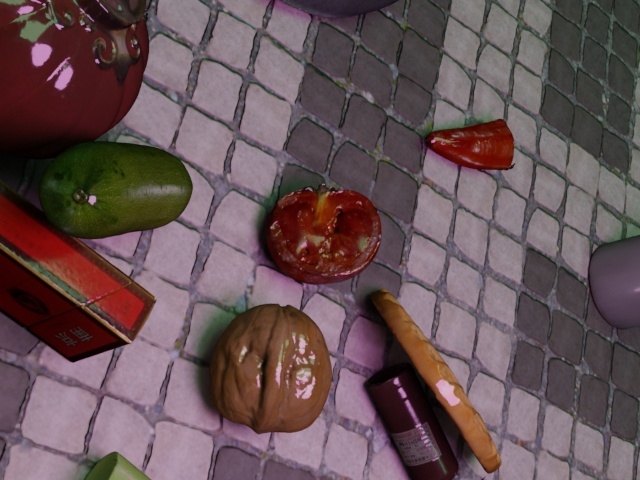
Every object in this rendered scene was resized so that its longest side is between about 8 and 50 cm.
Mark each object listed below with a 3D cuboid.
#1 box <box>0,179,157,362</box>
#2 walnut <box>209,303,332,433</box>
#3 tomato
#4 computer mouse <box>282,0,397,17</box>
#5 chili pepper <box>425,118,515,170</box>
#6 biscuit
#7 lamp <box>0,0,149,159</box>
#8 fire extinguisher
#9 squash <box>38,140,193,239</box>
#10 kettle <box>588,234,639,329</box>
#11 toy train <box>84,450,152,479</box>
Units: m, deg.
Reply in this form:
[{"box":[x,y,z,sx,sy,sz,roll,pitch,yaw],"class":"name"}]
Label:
[{"box":[-0.317,0.034,1.160,0.240,0.153,0.074,40,52,-23],"class":"box"},{"box":[-0.062,0.161,1.338,0.166,0.149,0.167,0,87,-6],"class":"walnut"},{"box":[0.000,0.000,1.468,0.159,0.091,0.139,-1,66,-11],"class":"tomato"},{"box":[0.044,-0.426,1.559,0.374,0.203,0.114,-1,54,-44],"class":"computer mouse"},{"box":[0.236,-0.158,1.723,0.169,0.065,0.088,0,76,-35],"class":"chili pepper"},{"box":[0.176,0.207,1.492,0.040,0.204,0.309,-34,100,1],"class":"biscuit"},{"box":[-0.323,-0.238,1.154,0.303,0.257,0.303,46,34,-44],"class":"lamp"},{"box":[0.156,0.284,1.500,0.231,0.099,0.071,63,24,-4],"class":"fire extinguisher"},{"box":[-0.223,-0.058,1.188,0.395,0.107,0.107,-29,98,-80],"class":"squash"},{"box":[0.632,0.062,1.855,0.221,0.236,0.161,15,67,-35],"class":"kettle"},{"box":[-0.189,0.355,1.211,0.253,0.105,0.157,45,40,-19],"class":"toy train"}]
